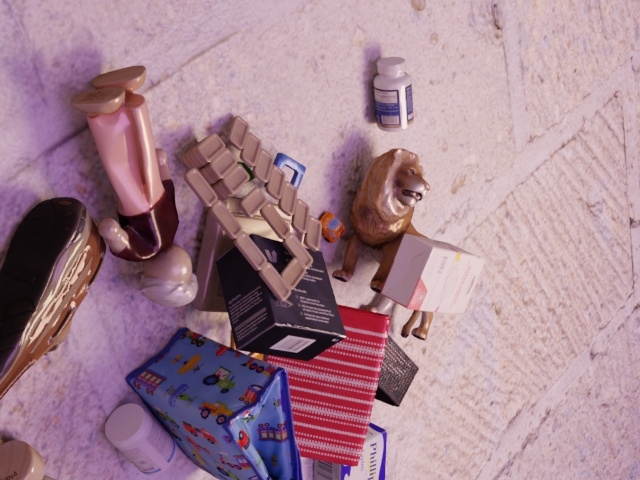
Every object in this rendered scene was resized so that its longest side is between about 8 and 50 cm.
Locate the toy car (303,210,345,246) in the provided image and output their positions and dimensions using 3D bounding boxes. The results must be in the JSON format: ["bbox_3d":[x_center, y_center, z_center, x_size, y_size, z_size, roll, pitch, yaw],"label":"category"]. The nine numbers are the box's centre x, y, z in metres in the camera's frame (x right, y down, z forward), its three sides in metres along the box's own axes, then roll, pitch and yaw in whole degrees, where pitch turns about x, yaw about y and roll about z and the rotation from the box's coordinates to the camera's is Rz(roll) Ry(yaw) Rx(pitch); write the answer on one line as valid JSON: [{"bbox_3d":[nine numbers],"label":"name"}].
[{"bbox_3d":[0.000,0.000,1.960,0.122,0.040,0.060,-40,131,-35],"label":"toy car"}]

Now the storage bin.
[{"bbox_3d":[0.084,0.217,2.077,0.084,0.122,0.180,-60,140,-15],"label":"storage bin"}]

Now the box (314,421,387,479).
[{"bbox_3d":[0.057,0.423,2.163,0.137,0.072,0.126,-21,120,-45],"label":"box"}]

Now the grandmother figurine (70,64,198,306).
[{"bbox_3d":[-0.244,-0.052,1.574,0.208,0.104,0.342,-51,135,-47],"label":"grandmother figurine"}]

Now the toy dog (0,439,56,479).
[{"bbox_3d":[-0.422,0.441,1.520,0.220,0.161,0.334,32,79,-51],"label":"toy dog"}]

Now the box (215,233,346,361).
[{"bbox_3d":[-0.060,0.089,1.744,0.156,0.093,0.158,16,49,-45],"label":"box"}]

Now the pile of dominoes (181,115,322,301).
[{"bbox_3d":[-0.103,-0.048,1.716,0.251,0.040,0.196,53,36,-11],"label":"pile of dominoes"}]

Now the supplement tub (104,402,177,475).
[{"bbox_3d":[-0.269,0.300,1.725,0.071,0.071,0.107,-54,138,-22],"label":"supplement tub"}]

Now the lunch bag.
[{"bbox_3d":[-0.139,0.309,1.763,0.138,0.221,0.293,-42,133,-33],"label":"lunch bag"}]

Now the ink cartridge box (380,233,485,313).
[{"bbox_3d":[0.200,0.062,1.999,0.198,0.067,0.115,12,103,-53],"label":"ink cartridge box"}]

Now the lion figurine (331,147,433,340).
[{"bbox_3d":[0.144,0.012,2.090,0.240,0.142,0.392,-67,156,-19],"label":"lion figurine"}]

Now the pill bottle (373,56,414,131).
[{"bbox_3d":[0.127,-0.255,1.995,0.067,0.067,0.120,-31,126,-40],"label":"pill bottle"}]

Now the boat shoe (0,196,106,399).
[{"bbox_3d":[-0.375,0.102,1.485,0.324,0.122,0.120,-59,145,-16],"label":"boat shoe"}]

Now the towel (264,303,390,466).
[{"bbox_3d":[-0.001,0.237,1.958,0.031,0.199,0.275,-103,-155,-83],"label":"towel"}]

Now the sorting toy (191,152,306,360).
[{"bbox_3d":[-0.119,0.027,1.824,0.196,0.047,0.348,8,95,-45],"label":"sorting toy"}]
